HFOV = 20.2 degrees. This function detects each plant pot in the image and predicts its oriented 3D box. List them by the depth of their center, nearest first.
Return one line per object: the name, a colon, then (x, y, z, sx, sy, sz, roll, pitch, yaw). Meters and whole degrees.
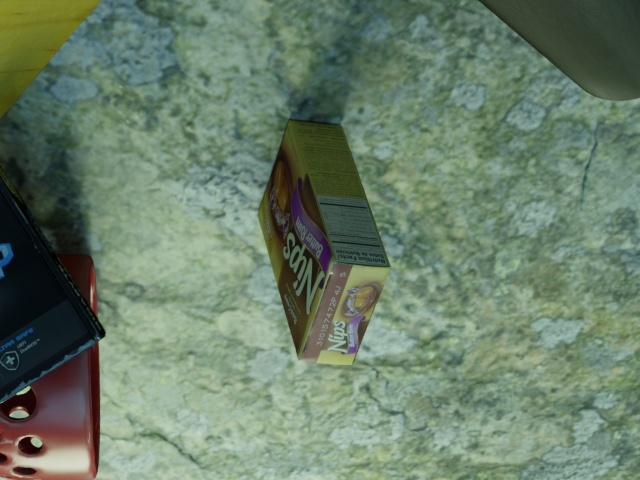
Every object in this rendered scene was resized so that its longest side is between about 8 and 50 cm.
plant pot: (-0.272, 0.109, 1.507, 0.174, 0.191, 0.191, -3, 131, -3)

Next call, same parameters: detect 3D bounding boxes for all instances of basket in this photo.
basket: (0.200, -0.222, 1.368, 0.204, 0.154, 0.227, -32, 134, 16)

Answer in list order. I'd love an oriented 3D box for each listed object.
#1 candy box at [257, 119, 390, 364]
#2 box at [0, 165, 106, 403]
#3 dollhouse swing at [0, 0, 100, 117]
candy box: (0.000, 0.000, 1.478, 0.053, 0.187, 0.109, 6, 129, -18)
box: (-0.303, 0.059, 1.386, 0.220, 0.051, 0.175, -31, 92, 1)
dollhouse swing: (-0.365, -0.234, 1.268, 0.347, 0.305, 0.315, -46, 167, 24)
